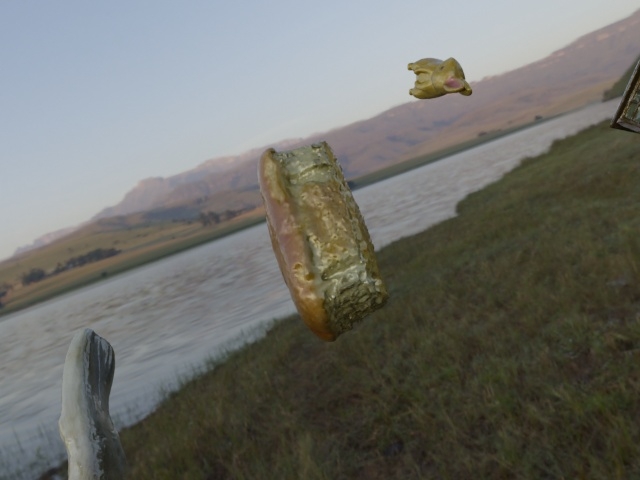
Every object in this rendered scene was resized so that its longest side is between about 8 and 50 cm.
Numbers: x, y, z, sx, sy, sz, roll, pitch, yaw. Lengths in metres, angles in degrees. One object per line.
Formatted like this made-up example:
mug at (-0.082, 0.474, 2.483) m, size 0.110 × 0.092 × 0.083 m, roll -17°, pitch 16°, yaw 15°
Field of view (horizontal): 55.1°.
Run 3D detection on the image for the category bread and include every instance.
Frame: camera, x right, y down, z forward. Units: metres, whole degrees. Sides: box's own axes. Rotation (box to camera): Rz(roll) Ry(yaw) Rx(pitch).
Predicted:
bread at (0.000, 0.000, 0.765) m, size 0.121 × 0.245 × 0.174 m, roll -19°, pitch -20°, yaw 10°

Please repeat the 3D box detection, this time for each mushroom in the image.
mushroom at (-0.217, 0.174, 0.570) m, size 0.054 × 0.202 × 0.059 m, roll -26°, pitch -36°, yaw 13°

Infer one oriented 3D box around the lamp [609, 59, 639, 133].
lamp at (0.455, -0.100, 0.617) m, size 0.089 × 0.090 × 0.325 m, roll 4°, pitch 26°, yaw -26°

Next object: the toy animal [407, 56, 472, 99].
toy animal at (0.209, -0.266, 1.011) m, size 0.083 × 0.070 × 0.159 m, roll -11°, pitch 19°, yaw -12°
